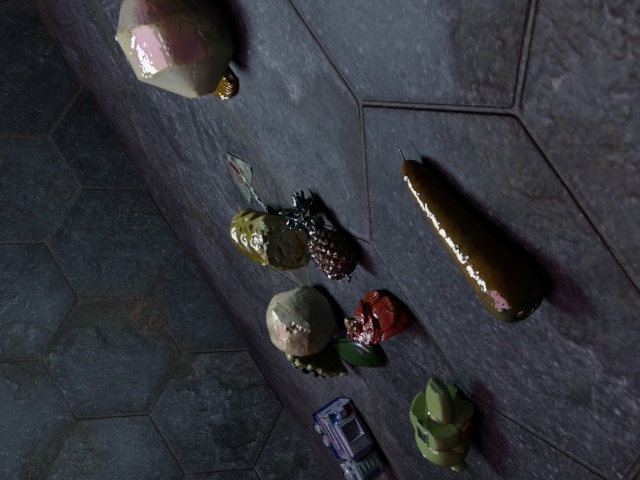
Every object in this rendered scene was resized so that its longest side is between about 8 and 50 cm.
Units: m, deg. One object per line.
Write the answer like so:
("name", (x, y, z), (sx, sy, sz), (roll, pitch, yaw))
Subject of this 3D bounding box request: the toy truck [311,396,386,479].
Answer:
("toy truck", (0.097, 0.632, 2.082), (0.268, 0.124, 0.155), (60, 158, 2))

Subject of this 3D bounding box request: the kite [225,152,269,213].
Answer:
("kite", (-0.187, -0.139, 1.762), (0.250, 0.012, 0.229), (53, 163, 11))

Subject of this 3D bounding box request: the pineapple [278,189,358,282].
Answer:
("pineapple", (0.000, -0.001, 1.363), (0.221, 0.083, 0.103), (54, 161, 22))

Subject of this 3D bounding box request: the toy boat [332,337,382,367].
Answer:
("toy boat", (0.091, 0.272, 1.620), (0.104, 0.052, 0.210), (43, 162, -4))

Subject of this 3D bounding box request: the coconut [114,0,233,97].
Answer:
("coconut", (-0.281, -0.386, 1.307), (0.237, 0.197, 0.237), (46, 153, 32))

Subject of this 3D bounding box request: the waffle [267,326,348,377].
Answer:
("waffle", (-0.036, 0.297, 1.832), (0.214, 0.054, 0.208), (17, -155, -39))

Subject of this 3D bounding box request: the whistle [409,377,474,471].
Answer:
("whistle", (0.231, 0.342, 1.267), (0.131, 0.106, 0.288), (47, 160, 38))

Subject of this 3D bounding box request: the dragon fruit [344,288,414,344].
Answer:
("dragon fruit", (0.098, 0.150, 1.314), (0.083, 0.106, 0.162), (64, 164, -14))

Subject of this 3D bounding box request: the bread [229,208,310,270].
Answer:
("bread", (-0.135, -0.005, 1.648), (0.152, 0.130, 0.268), (56, 164, -22))

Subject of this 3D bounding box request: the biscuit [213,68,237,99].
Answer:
("biscuit", (-0.252, -0.396, 1.479), (0.228, 0.031, 0.176), (37, 154, 50))

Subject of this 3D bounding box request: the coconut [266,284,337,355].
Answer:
("coconut", (-0.048, 0.205, 1.687), (0.194, 0.194, 0.194), (50, 161, 25))

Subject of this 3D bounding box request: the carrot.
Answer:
("carrot", (0.183, -0.020, 0.889), (0.298, 0.078, 0.078), (56, 163, 26))
